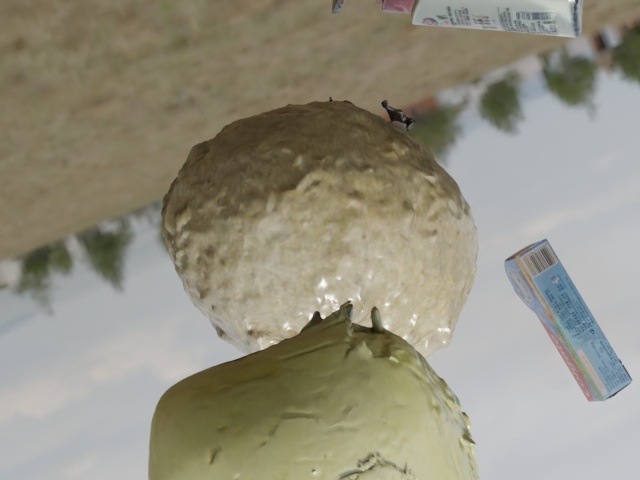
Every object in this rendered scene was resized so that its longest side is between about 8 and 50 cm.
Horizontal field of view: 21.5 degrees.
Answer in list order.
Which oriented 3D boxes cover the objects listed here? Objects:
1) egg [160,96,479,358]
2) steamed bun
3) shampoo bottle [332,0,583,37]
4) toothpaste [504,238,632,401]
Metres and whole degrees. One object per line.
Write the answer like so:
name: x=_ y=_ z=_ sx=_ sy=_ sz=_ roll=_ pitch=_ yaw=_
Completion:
egg: x=0.000 y=0.000 z=1.617 sx=0.310 sy=0.279 sz=0.279 roll=17 pitch=179 yaw=-4
steamed bun: x=0.004 y=0.199 z=1.197 sx=0.232 sy=0.273 sz=0.166 roll=-11 pitch=-152 yaw=8
shampoo bottle: x=0.148 y=-0.274 z=1.865 sx=0.284 sy=0.071 sz=0.153 roll=5 pitch=171 yaw=9
toothpaste: x=0.281 y=0.093 z=1.937 sx=0.044 sy=0.193 sz=0.070 roll=-31 pitch=180 yaw=-13
